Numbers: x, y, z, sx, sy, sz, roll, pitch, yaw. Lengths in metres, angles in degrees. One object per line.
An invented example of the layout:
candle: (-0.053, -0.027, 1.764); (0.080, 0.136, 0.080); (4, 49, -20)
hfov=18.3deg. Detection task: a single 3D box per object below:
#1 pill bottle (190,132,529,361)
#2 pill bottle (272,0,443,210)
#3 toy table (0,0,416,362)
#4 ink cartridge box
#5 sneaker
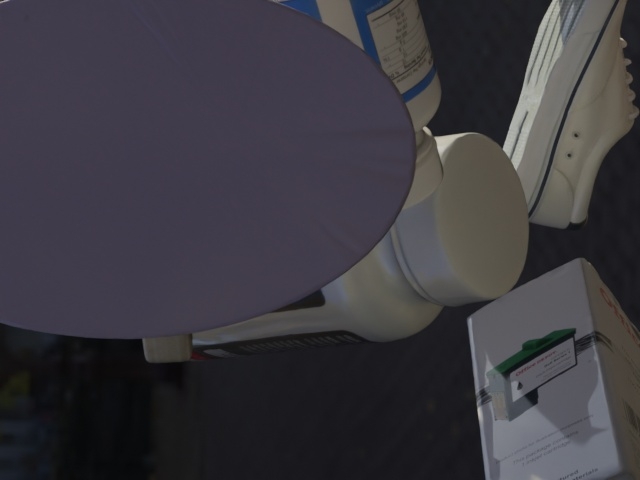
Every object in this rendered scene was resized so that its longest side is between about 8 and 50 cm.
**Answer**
pill bottle: (0.000, 0.000, 1.606); (0.318, 0.176, 0.176); (-8, 76, 37)
pill bottle: (0.012, -0.130, 1.362); (0.124, 0.124, 0.221); (-110, 3, -64)
toy table: (-0.093, -0.050, 1.035); (0.161, 0.274, 0.252); (-100, 19, -83)
ink cartridge box: (0.171, 0.139, 1.206); (0.160, 0.092, 0.219); (53, -162, -26)
sneaker: (0.228, -0.132, 1.704); (0.094, 0.091, 0.258); (-130, 59, -72)
